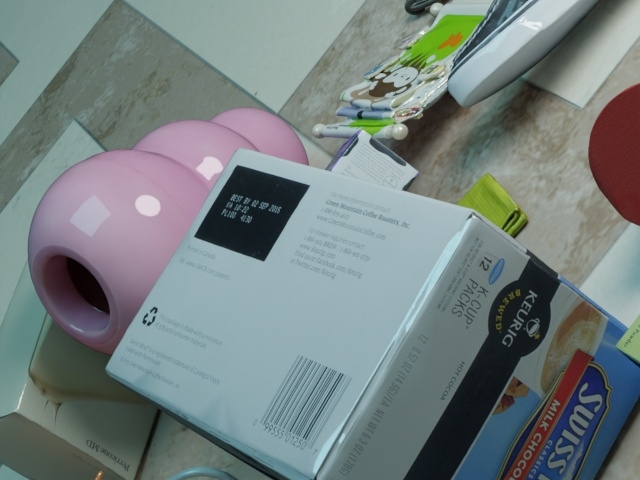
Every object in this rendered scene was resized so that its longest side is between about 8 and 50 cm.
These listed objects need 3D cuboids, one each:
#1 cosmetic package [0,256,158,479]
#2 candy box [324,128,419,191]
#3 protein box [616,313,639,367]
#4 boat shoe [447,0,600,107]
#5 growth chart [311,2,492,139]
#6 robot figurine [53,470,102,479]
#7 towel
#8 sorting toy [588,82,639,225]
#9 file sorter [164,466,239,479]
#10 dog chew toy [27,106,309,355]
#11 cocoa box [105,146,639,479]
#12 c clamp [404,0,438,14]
[{"bbox_3d":[-0.239,0.098,2.020,0.113,0.160,0.309,-25,40,43],"label":"cosmetic package"},{"bbox_3d":[0.000,0.000,1.807,0.196,0.070,0.165,-54,3,-3],"label":"candy box"},{"bbox_3d":[0.325,0.094,1.146,0.136,0.201,0.200,-52,28,0],"label":"protein box"},{"bbox_3d":[0.210,-0.254,1.772,0.301,0.102,0.108,-47,-11,7],"label":"boat shoe"},{"bbox_3d":[0.094,-0.168,1.914,0.172,0.021,0.237,0,39,52],"label":"growth chart"},{"bbox_3d":[-0.264,0.319,1.840,0.128,0.158,0.219,36,89,22],"label":"robot figurine"},{"bbox_3d":[0.086,0.043,1.747,0.237,0.021,0.102,-48,30,8],"label":"towel"},{"bbox_3d":[0.371,-0.150,1.497,0.365,0.127,0.126,-38,2,19],"label":"sorting toy"},{"bbox_3d":[-0.103,0.348,1.507,0.173,0.193,0.278,-30,35,30],"label":"file sorter"},{"bbox_3d":[-0.134,-0.026,1.933,0.206,0.206,0.332,-16,17,48],"label":"dog chew toy"},{"bbox_3d":[0.041,0.097,1.517,0.347,0.228,0.231,18,75,57],"label":"cocoa box"},{"bbox_3d":[0.114,-0.292,2.088,0.137,0.022,0.161,-37,30,18],"label":"c clamp"}]
